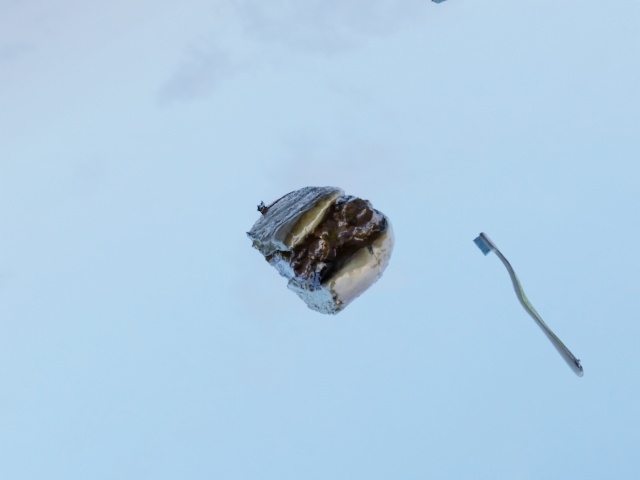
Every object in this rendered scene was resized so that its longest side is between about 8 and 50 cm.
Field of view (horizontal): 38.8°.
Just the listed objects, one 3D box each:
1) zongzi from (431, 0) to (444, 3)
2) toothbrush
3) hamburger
[{"bbox_3d":[0.198,-0.501,1.655,0.055,0.109,0.119,-20,163,25],"label":"zongzi"},{"bbox_3d":[0.317,0.096,1.365,0.026,0.263,0.022,-40,174,31],"label":"toothbrush"},{"bbox_3d":[0.000,0.000,1.260,0.245,0.155,0.282,-29,-165,34],"label":"hamburger"}]
